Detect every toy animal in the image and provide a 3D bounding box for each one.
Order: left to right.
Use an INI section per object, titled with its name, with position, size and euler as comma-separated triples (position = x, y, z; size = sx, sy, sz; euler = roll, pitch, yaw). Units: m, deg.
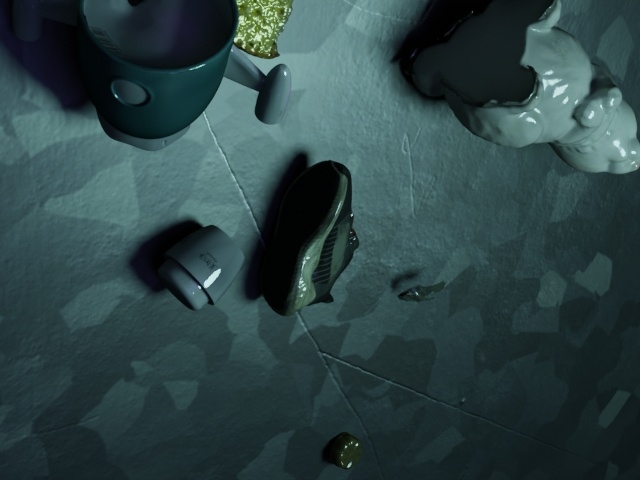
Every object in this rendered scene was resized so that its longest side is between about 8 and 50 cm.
[toy animal]
position = 0.315, -0.201, 1.277
size = 0.357, 0.257, 0.194
euler = 24, 86, -49

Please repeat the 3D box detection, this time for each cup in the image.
[cup]
position = -0.179, -0.188, 0.954
size = 0.299, 0.168, 0.173
euler = 19, 147, -5

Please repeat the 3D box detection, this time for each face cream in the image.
[face cream]
position = -0.152, 0.034, 1.148
size = 0.095, 0.091, 0.091
euler = -45, 130, -17

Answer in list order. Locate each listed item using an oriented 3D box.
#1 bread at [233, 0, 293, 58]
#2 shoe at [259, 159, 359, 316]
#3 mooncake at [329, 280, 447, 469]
[bread]
position = -0.109, -0.289, 1.031
size = 0.187, 0.065, 0.103
euler = 26, 98, -36
[shoe]
position = 0.000, 0.000, 1.238
size = 0.112, 0.099, 0.228
euler = 8, 112, -44
[mooncake]
position = 0.101, 0.209, 1.440
size = 0.150, 0.057, 0.347
euler = -15, 128, -43
